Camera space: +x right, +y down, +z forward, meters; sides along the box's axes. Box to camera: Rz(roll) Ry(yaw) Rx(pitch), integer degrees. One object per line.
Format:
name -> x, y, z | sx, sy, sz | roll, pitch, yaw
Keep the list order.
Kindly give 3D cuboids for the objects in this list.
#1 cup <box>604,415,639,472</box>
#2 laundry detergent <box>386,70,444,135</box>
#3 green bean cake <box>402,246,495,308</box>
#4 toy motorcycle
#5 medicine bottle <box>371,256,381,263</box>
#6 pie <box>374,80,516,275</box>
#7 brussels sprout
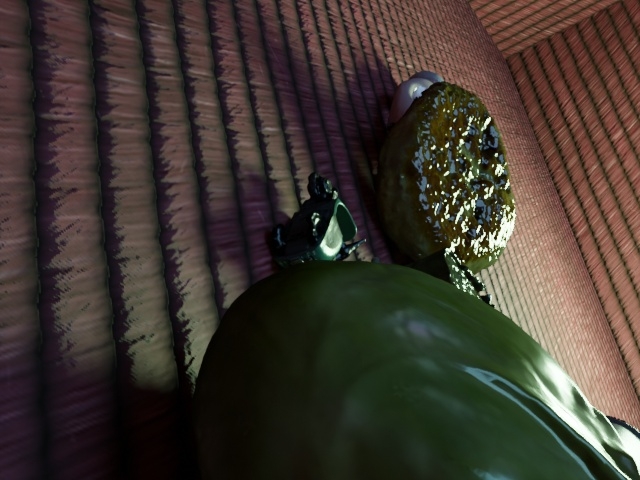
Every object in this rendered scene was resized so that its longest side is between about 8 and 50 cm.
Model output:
cup -> 0.337, 0.329, 1.057 | 0.288, 0.203, 0.203 | 22, 48, -65
laundry detergent -> 0.175, -0.206, 1.420 | 0.159, 0.087, 0.335 | 58, 22, -23
green bean cake -> 0.168, 0.122, 1.048 | 0.181, 0.094, 0.173 | 37, 36, -51
toy motorcycle -> 0.000, 0.000, 0.850 | 0.100, 0.058, 0.173 | 64, 22, -23
medicine bottle -> 0.082, 0.106, 0.921 | 0.057, 0.057, 0.199 | 35, 36, -51
pie -> 0.193, -0.085, 1.204 | 0.315, 0.092, 0.315 | 8, 79, -49
brussels sprout -> 0.055, 0.151, 0.540 | 0.328, 0.247, 0.328 | 37, 21, -17
